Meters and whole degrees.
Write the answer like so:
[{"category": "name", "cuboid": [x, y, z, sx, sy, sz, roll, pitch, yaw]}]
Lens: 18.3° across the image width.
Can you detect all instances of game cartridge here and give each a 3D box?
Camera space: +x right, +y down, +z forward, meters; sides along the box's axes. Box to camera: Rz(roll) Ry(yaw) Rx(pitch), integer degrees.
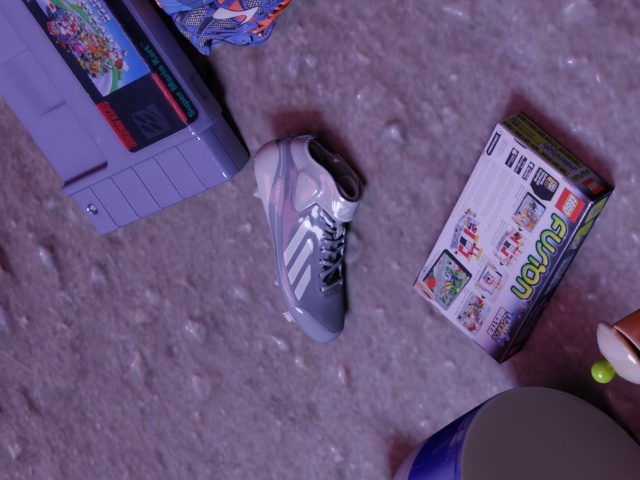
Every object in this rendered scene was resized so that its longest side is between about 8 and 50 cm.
[{"category": "game cartridge", "cuboid": [-0.245, -0.183, 1.980, 0.230, 0.068, 0.355, -19, 110, 49]}]

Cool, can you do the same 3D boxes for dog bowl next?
[{"category": "dog bowl", "cuboid": [0.191, 0.263, 1.706, 0.104, 0.265, 0.265, -40, 81, 42]}]

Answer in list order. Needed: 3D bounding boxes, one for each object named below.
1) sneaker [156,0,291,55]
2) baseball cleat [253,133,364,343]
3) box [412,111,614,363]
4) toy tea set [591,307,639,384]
[{"category": "sneaker", "cuboid": [-0.058, -0.227, 1.847, 0.221, 0.083, 0.087, -6, 118, 49]}, {"category": "baseball cleat", "cuboid": [0.000, 0.000, 1.894, 0.109, 0.072, 0.206, -10, 106, 37]}, {"category": "box", "cuboid": [0.167, 0.000, 1.767, 0.114, 0.036, 0.207, 42, 131, 19]}, {"category": "toy tea set", "cuboid": [0.331, 0.199, 1.594, 0.336, 0.124, 0.200, 51, 177, 13]}]
